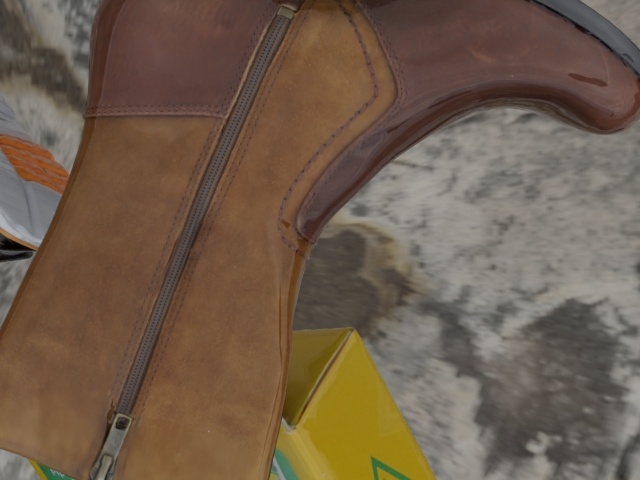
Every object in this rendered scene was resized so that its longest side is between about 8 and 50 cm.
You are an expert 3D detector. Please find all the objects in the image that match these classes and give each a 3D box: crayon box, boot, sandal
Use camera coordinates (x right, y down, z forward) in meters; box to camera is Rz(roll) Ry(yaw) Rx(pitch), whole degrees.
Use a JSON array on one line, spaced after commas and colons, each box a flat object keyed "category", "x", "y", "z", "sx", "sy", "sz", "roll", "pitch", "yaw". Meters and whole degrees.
[{"category": "crayon box", "x": -0.032, "y": 0.159, "z": 0.997, "sx": 0.083, "sy": 0.203, "sz": 0.323, "roll": -56, "pitch": 129, "yaw": -40}, {"category": "boot", "x": 0.000, "y": 0.000, "z": 0.807, "sx": 0.264, "sy": 0.096, "sz": 0.280, "roll": 17, "pitch": 82, "yaw": -11}, {"category": "sandal", "x": -0.210, "y": -0.040, "z": 1.049, "sx": 0.102, "sy": 0.265, "sz": 0.076, "roll": 32, "pitch": 100, "yaw": -36}]
